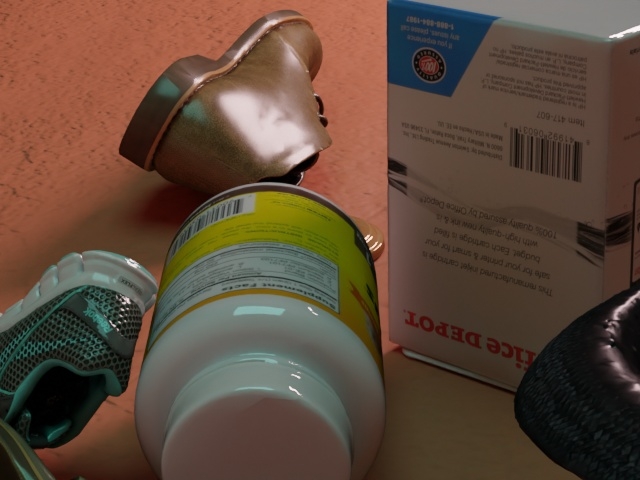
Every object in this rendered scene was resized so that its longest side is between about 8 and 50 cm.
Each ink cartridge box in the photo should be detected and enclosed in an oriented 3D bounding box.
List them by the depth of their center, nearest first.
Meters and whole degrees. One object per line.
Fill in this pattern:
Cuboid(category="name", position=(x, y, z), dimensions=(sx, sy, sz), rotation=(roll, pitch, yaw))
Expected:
Cuboid(category="ink cartridge box", position=(0.115, -0.028, 0.906), dimensions=(0.148, 0.203, 0.086), rotation=(18, 28, 40))

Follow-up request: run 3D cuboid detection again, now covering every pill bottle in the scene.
Cuboid(category="pill bottle", position=(-0.027, 0.059, 0.824), dimensions=(0.117, 0.117, 0.215), rotation=(-3, 23, 1))

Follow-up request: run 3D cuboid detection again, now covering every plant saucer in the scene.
Cuboid(category="plant saucer", position=(0.000, 0.000, 1.098), dimensions=(0.083, 0.013, 0.083), rotation=(-2, 22, 1))

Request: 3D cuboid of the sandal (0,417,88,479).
Cuboid(category="sandal", position=(-0.105, 0.131, 0.733), dimensions=(0.049, 0.072, 0.180), rotation=(-2, 18, -42))

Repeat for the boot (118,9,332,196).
Cuboid(category="boot", position=(-0.041, -0.090, 1.256), dimensions=(0.115, 0.112, 0.305), rotation=(32, 24, 4))

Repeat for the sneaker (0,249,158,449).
Cuboid(category="sneaker", position=(-0.146, 0.073, 0.811), dimensions=(0.065, 0.166, 0.076), rotation=(31, 37, -30))

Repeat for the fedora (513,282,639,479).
Cuboid(category="fedora", position=(0.235, 0.108, 0.618), dimensions=(0.334, 0.153, 0.334), rotation=(-6, 15, 2))
